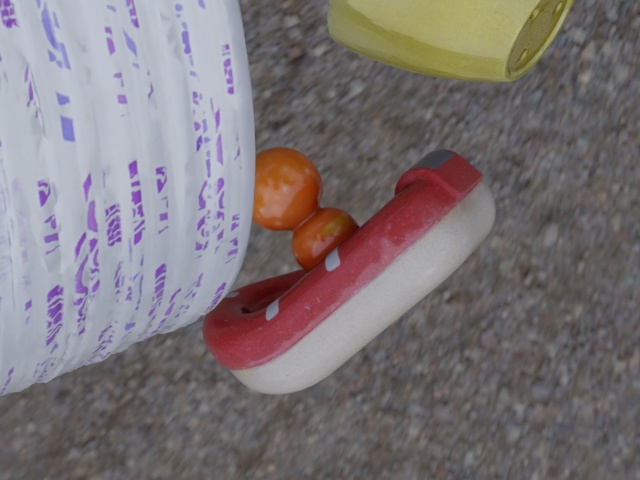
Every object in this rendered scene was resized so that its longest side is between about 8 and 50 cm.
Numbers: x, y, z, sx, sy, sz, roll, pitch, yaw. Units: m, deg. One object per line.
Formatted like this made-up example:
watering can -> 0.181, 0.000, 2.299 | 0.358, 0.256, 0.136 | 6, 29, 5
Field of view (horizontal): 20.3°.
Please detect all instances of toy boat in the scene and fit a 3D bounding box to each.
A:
toy boat -> 0.000, 0.000, 1.258 | 0.231, 0.151, 0.151 | -41, 89, 26

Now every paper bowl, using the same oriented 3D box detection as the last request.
paper bowl -> -0.147, -0.083, 0.579 | 0.148, 0.284, 0.284 | -20, 104, -23

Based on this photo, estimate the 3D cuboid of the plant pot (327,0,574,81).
plant pot -> 0.082, -0.139, 0.967 | 0.095, 0.134, 0.134 | 35, 111, 19
